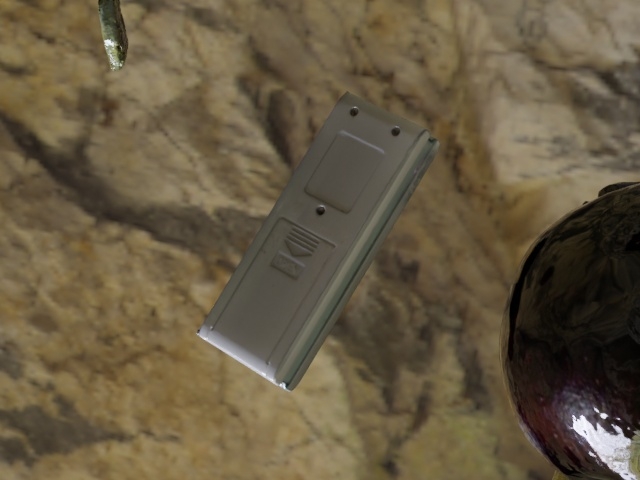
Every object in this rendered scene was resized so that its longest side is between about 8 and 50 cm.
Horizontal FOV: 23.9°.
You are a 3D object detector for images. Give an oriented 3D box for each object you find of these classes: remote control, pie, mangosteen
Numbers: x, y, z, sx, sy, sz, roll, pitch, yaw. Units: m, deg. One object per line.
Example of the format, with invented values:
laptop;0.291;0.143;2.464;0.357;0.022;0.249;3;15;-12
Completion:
remote control;0.000;0.000;1.448;0.277;0.103;0.055;-59;-32;-4
pie;-0.193;-0.200;1.416;0.084;0.020;0.084;171;90;-89
mangosteen;0.277;0.102;1.166;0.297;0.297;0.313;-3;-75;-56

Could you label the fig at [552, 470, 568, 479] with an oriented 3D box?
fig;0.461;0.343;1.844;0.343;0.343;0.343;-23;-62;-52
